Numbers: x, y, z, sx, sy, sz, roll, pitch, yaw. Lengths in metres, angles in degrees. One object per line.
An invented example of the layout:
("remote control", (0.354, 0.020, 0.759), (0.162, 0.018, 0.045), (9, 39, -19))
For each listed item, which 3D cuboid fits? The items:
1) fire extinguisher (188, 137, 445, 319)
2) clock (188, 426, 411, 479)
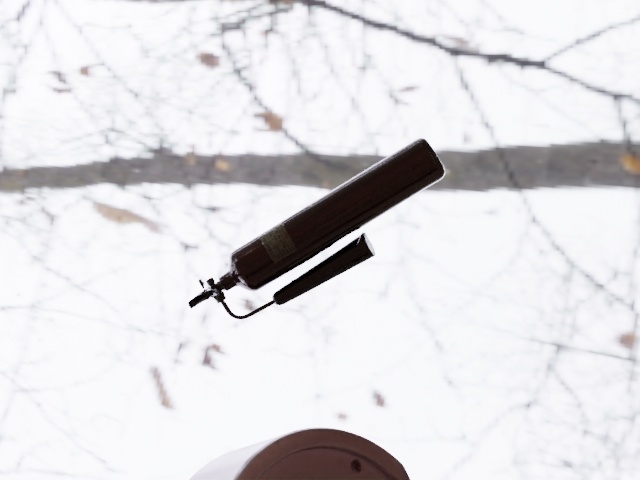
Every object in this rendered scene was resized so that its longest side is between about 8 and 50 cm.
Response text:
("fire extinguisher", (0.000, 0.000, 1.063), (0.173, 0.035, 0.049), (-31, -48, 1))
("clock", (-0.008, 0.218, 1.085), (0.196, 0.068, 0.197), (16, -115, -37))
